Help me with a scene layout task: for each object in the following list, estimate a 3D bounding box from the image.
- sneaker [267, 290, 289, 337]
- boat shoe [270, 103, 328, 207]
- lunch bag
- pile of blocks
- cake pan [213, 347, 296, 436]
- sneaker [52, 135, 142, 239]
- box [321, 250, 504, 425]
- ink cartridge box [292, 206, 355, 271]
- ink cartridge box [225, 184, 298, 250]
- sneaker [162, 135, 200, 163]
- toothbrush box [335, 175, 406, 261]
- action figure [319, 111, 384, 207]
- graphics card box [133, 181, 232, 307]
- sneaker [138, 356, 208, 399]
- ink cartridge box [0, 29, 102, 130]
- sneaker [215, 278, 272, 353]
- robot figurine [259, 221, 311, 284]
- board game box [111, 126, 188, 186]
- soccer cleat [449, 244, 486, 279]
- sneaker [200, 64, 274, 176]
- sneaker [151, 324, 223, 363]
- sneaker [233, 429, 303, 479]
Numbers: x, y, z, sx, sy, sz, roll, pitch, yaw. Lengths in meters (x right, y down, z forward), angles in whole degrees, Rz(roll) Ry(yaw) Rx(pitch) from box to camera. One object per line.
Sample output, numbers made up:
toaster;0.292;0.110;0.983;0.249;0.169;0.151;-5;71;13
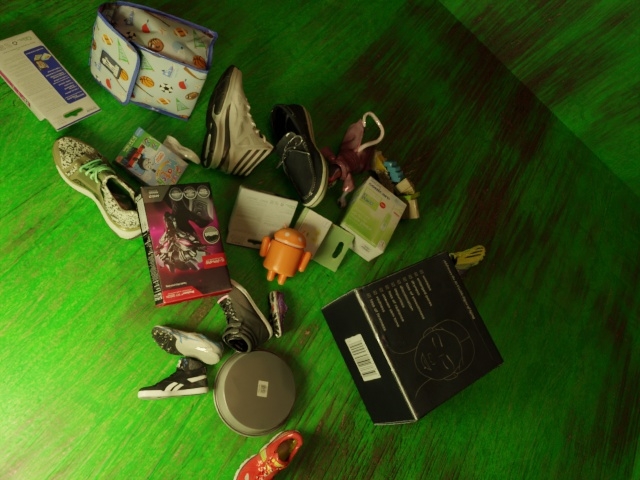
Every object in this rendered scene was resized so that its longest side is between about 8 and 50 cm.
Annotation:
sneaker;-0.143;0.261;1.828;0.071;0.068;0.169;9;65;-31
boat shoe;-0.097;-0.346;2.015;0.156;0.187;0.499;10;54;-39
lunch bag;-0.604;-0.629;1.804;0.386;0.328;0.238;16;61;-23
pile of blocks;0.350;-0.261;2.258;0.113;0.149;0.362;-25;84;-44
cake pan;-0.206;0.498;1.701;0.293;0.054;0.293;11;65;-24
sneaker;-0.698;-0.200;1.657;0.410;0.182;0.158;47;56;-3
box;0.339;0.354;1.904;0.472;0.297;0.479;-19;79;-31
ink cartridge box;0.000;0.000;1.967;0.235;0.056;0.171;29;90;-9
ink cartridge box;-0.221;-0.075;1.885;0.224;0.223;0.045;13;19;-24
sneaker;-0.516;-0.322;1.889;0.152;0.054;0.061;33;76;-11
toothbrush box;0.204;-0.090;2.125;0.206;0.122;0.283;38;56;-10
action figure;0.123;-0.318;2.103;0.248;0.276;0.370;49;42;-9
graphics card box;-0.432;0.007;1.615;0.233;0.094;0.370;-9;83;-35
sneaker;-0.459;0.426;1.590;0.217;0.079;0.121;6;63;-35
ink cartridge box;-0.943;-0.535;1.739;0.371;0.069;0.176;48;55;0
sneaker;-0.293;0.251;1.708;0.295;0.105;0.147;51;34;-5
robot figurine;-0.131;0.048;1.859;0.128;0.158;0.219;20;91;-58
board game box;-0.594;-0.271;1.794;0.211;0.039;0.160;39;60;-27
soccer cleat;0.648;0.083;2.306;0.289;0.093;0.121;-36;82;-35
sneaker;-0.307;-0.451;2.007;0.258;0.169;0.447;16;70;-31
sneaker;-0.429;0.328;1.649;0.237;0.085;0.086;24;29;-11
sneaker;-0.162;0.700;1.600;0.107;0.118;0.279;48;56;-2
